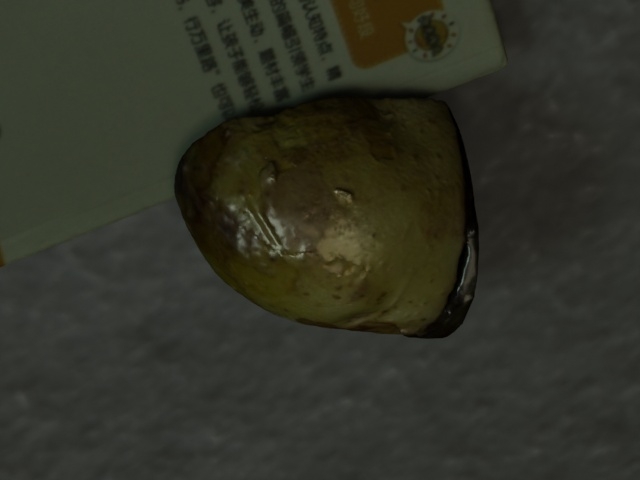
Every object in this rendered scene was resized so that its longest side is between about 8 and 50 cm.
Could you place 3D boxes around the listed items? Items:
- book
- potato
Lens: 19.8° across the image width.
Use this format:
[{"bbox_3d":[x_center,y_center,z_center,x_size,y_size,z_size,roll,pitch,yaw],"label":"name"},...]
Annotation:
[{"bbox_3d":[-0.096,-0.092,0.638,0.295,0.020,0.208,-21,126,-1],"label":"book"},{"bbox_3d":[0.000,0.000,0.685,0.103,0.066,0.096,-2,133,-19],"label":"potato"}]
